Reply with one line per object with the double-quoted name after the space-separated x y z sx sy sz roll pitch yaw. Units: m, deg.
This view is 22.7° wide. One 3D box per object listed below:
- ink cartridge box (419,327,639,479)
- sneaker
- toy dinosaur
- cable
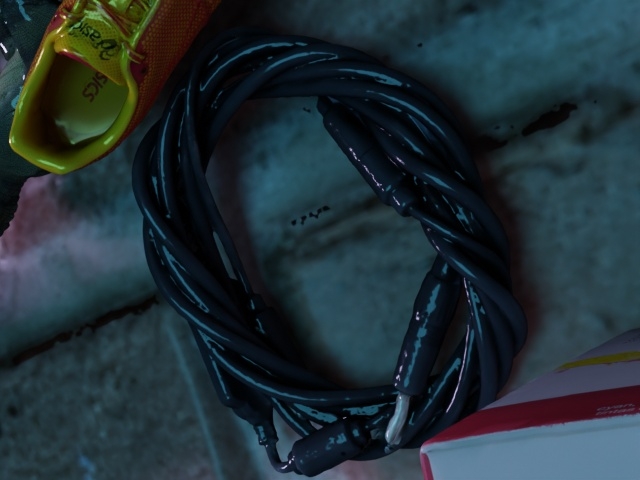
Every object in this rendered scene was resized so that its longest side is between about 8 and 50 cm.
0.135 0.093 0.488 0.127 0.176 0.128 -13 92 32 "ink cartridge box"
-0.065 -0.095 0.606 0.064 0.067 0.175 27 119 -1 "sneaker"
-0.120 -0.095 0.691 0.268 0.064 0.118 -37 96 30 "toy dinosaur"
0.000 0.000 0.633 0.150 0.047 0.185 -19 91 35 "cable"
